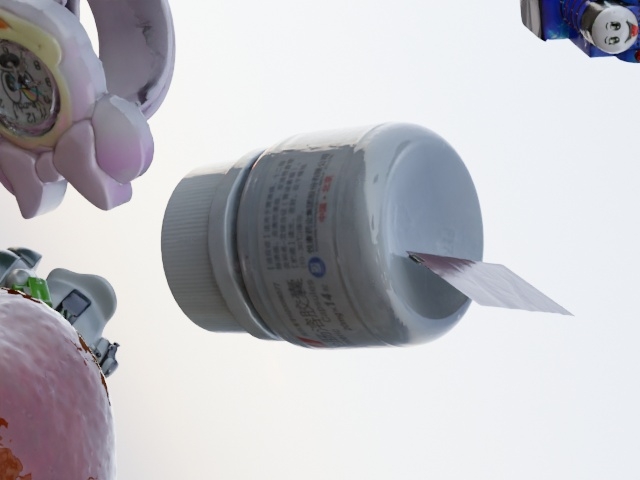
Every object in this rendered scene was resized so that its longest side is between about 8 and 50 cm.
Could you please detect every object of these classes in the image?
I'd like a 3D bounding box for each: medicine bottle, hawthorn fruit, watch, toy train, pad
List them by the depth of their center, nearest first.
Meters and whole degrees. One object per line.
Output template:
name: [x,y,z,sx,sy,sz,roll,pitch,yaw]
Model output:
hawthorn fruit: [-0.266,0.172,1.148,0.311,0.295,0.295,51,-17,26]
watch: [-0.232,-0.176,1.761,0.211,0.217,0.248,-3,-63,35]
toy train: [0.288,-0.236,1.777,0.204,0.131,0.082,-117,-155,-66]
pad: [0.180,0.047,1.833,0.113,0.188,0.006,36,-72,35]
medicine bottle: [0.000,0.000,1.932,0.306,0.245,0.245,-4,-64,37]

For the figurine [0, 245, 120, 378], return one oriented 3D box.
figurine: [-0.284,0.077,1.733,0.192,0.126,0.147,31,-55,-5]
